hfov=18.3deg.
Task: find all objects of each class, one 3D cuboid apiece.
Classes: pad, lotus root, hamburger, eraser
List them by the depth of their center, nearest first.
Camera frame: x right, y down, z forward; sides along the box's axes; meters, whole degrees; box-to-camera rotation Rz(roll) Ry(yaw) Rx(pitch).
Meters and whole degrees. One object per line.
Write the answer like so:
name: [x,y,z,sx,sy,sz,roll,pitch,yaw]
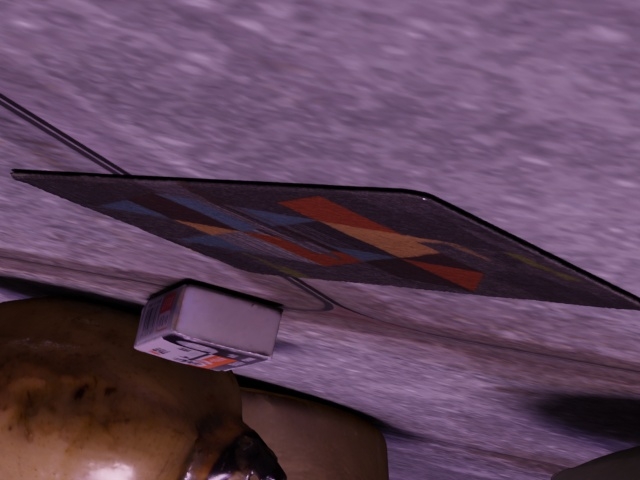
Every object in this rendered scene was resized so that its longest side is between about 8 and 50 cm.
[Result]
pad: [0.000,0.000,0.741,0.211,0.003,0.143,4,166,44]
eraser: [-0.059,0.045,0.994,0.052,0.029,0.122,16,170,-12]
lotus root: [-0.115,0.098,1.103,0.221,0.125,0.118,17,145,13]
hamburger: [-0.090,0.190,1.422,0.300,0.176,0.300,13,168,3]

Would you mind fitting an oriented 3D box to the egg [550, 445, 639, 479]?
egg: [0.192,0.235,1.003,0.278,0.278,0.336,22,171,-39]
